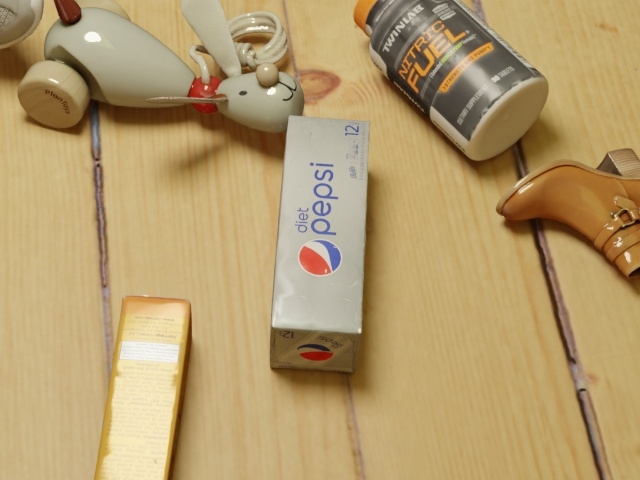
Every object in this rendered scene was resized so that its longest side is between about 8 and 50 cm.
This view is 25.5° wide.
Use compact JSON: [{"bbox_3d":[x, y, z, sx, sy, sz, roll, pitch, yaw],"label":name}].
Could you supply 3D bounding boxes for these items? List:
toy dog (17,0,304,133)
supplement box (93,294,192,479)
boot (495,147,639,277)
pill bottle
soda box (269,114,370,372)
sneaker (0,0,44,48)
[{"bbox_3d":[-0.192,-0.222,1.642,0.334,0.161,0.220,-5,54,0],"label":"toy dog"},{"bbox_3d":[-0.180,0.173,1.445,0.080,0.078,0.233,4,55,-2],"label":"supplement box"},{"bbox_3d":[0.314,-0.019,1.618,0.197,0.073,0.152,-17,63,-12],"label":"boot"},{"bbox_3d":[0.147,-0.219,1.702,0.130,0.130,0.245,-32,63,-23],"label":"pill bottle"},{"bbox_3d":[0.000,0.000,1.566,0.098,0.091,0.286,4,56,-1],"label":"soda box"},{"bbox_3d":[-0.450,-0.276,1.657,0.281,0.115,0.105,2,96,26],"label":"sneaker"}]
